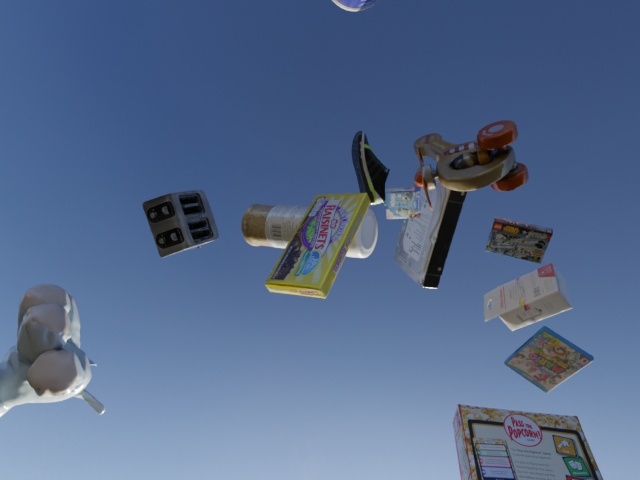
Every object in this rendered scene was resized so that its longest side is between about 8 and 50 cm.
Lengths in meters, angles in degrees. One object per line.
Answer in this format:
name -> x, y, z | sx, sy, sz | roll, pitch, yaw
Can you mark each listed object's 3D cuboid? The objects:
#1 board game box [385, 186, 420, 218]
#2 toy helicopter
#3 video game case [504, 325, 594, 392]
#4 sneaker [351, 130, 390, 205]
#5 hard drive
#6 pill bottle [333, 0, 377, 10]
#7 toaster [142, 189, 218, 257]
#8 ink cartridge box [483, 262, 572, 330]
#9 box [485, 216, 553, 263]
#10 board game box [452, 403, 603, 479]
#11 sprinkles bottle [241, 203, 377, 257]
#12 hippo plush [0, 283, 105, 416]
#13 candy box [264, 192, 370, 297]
board game box -> 0.215, -0.097, 1.077 | 0.090, 0.020, 0.090 | -1, -49, 12
toy helicopter -> 0.317, -0.199, 1.031 | 0.235, 0.355, 0.140 | -30, -62, 1
video game case -> 0.536, 0.286, 0.983 | 0.119, 0.015, 0.166 | 34, -45, 15
sneaker -> 0.160, -0.220, 1.267 | 0.097, 0.084, 0.235 | -13, -82, -9
hard drive -> 0.335, -0.049, 1.303 | 0.064, 0.237, 0.339 | 6, -72, -15
pill bottle -> 0.085, -0.577, 0.820 | 0.153, 0.265, 0.153 | 0, -78, -2
toaster -> -0.401, -0.052, 1.213 | 0.110, 0.185, 0.168 | -15, -86, 24
ink cartridge box -> 0.529, 0.155, 1.072 | 0.067, 0.115, 0.198 | 45, -53, -13
box -> 0.499, -0.001, 1.046 | 0.137, 0.027, 0.094 | 15, -52, 18
board game box -> 0.234, 0.282, 0.450 | 0.146, 0.193, 0.045 | 4, -55, 7
sprinkles bottle -> -0.037, -0.032, 1.055 | 0.355, 0.121, 0.121 | 5, -62, 33
hippo plush -> -0.569, 0.225, 0.756 | 0.234, 0.236, 0.294 | 64, -27, 23
candy box -> 0.000, 0.000, 0.668 | 0.105, 0.206, 0.027 | 3, -41, 31
